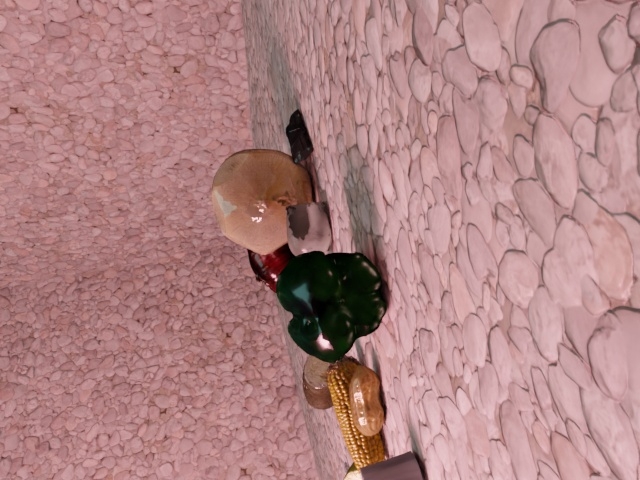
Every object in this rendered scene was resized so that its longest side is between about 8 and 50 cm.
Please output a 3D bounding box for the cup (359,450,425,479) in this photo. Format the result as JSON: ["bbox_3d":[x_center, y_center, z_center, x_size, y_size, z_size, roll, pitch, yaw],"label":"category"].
[{"bbox_3d":[0.162,0.537,1.259,0.095,0.129,0.128,155,101,-87],"label":"cup"}]

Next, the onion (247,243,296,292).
[{"bbox_3d":[-0.147,0.072,2.256,0.314,0.232,0.314,57,-178,-2],"label":"onion"}]

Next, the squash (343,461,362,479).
[{"bbox_3d":[0.108,0.850,2.002,0.184,0.085,0.192,166,94,-79],"label":"squash"}]

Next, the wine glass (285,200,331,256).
[{"bbox_3d":[-0.025,0.043,1.740,0.143,0.143,0.322,-164,63,-79],"label":"wine glass"}]

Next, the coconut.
[{"bbox_3d":[-0.189,-0.130,1.913,0.360,0.345,0.347,-111,13,-73],"label":"coconut"}]

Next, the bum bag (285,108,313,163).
[{"bbox_3d":[-0.067,-0.321,1.836,0.087,0.049,0.198,-42,49,33],"label":"bum bag"}]

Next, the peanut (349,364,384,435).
[{"bbox_3d":[0.117,0.409,1.485,0.093,0.083,0.194,-87,-11,-72],"label":"peanut"}]

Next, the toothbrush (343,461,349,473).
[{"bbox_3d":[0.129,0.951,2.171,0.027,0.021,0.269,82,171,-47],"label":"toothbrush"}]

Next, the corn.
[{"bbox_3d":[0.094,0.469,1.593,0.115,0.115,0.318,102,154,-66],"label":"corn"}]

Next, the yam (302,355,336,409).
[{"bbox_3d":[0.008,0.483,2.016,0.255,0.153,0.154,96,161,-50],"label":"yam"}]

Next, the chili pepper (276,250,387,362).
[{"bbox_3d":[0.030,0.132,1.327,0.249,0.233,0.256,63,161,-1],"label":"chili pepper"}]
